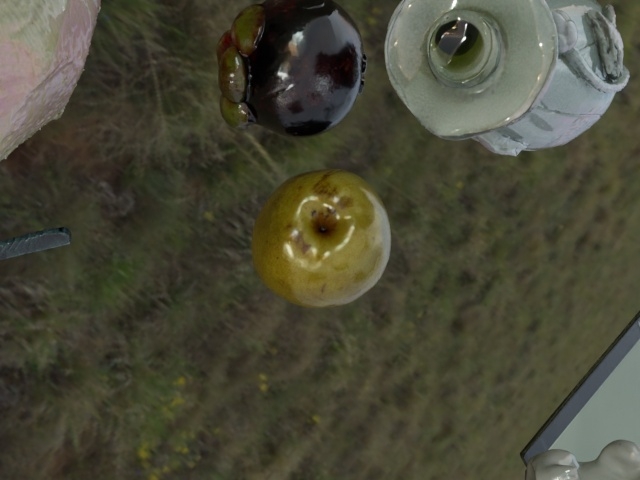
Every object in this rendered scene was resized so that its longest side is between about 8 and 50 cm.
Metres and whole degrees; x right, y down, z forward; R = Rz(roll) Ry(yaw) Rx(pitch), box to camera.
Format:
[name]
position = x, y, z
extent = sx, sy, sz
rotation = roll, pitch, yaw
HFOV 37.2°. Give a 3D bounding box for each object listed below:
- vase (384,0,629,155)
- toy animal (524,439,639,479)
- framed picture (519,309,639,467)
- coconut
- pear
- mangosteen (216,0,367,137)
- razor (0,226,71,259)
[vase]
position = 0.240, -0.223, 1.178
extent = 0.250, 0.250, 0.445
rotation = -61, 161, 19
[toy animal]
position = 0.290, 0.274, 0.908
extent = 0.127, 0.193, 0.178
rotation = -87, -179, -47
[framed picture]
position = 0.465, 0.308, 1.494
extent = 0.347, 0.016, 0.265
rotation = -43, 116, -25
[coconut]
position = -0.443, -0.295, 1.089
extent = 0.404, 0.404, 0.404
rotation = -46, 160, -23
[pear]
position = 0.000, 0.000, 1.385
extent = 0.209, 0.209, 0.209
rotation = -46, 160, -23
[mangosteen]
position = -0.038, -0.236, 1.274
extent = 0.210, 0.210, 0.210
rotation = -46, 160, -23
[razor]
position = -0.373, 0.012, 1.065
extent = 0.190, 0.066, 0.033
rotation = -10, 126, -2
